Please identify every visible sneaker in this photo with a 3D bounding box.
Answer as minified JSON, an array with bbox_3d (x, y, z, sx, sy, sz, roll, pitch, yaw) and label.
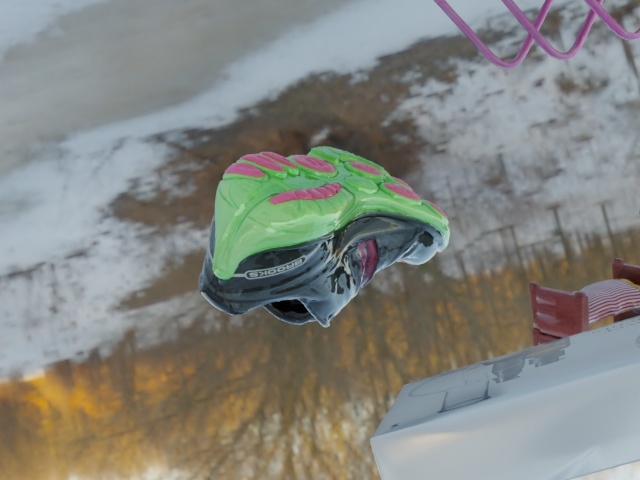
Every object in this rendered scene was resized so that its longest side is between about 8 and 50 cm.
[{"bbox_3d":[0.000,0.000,1.551,0.483,0.185,0.202,-1,123,-56],"label":"sneaker"}]

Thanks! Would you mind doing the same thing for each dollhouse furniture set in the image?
[{"bbox_3d":[0.510,0.140,1.786,0.201,0.152,0.374,-13,-165,-34],"label":"dollhouse furniture set"}]

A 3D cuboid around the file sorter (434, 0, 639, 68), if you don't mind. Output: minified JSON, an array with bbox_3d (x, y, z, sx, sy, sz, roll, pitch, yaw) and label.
[{"bbox_3d":[0.243,-0.281,1.032,0.182,0.202,0.291,41,153,-28],"label":"file sorter"}]

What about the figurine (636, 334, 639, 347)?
[{"bbox_3d":[0.342,0.061,0.812,0.210,0.092,0.215,-16,-172,-11],"label":"figurine"}]

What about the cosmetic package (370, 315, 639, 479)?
[{"bbox_3d":[0.256,0.158,1.220,0.377,0.097,0.284,-18,-178,10],"label":"cosmetic package"}]
